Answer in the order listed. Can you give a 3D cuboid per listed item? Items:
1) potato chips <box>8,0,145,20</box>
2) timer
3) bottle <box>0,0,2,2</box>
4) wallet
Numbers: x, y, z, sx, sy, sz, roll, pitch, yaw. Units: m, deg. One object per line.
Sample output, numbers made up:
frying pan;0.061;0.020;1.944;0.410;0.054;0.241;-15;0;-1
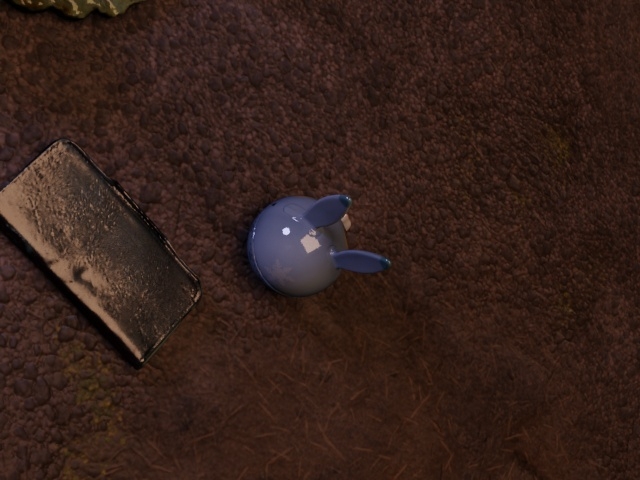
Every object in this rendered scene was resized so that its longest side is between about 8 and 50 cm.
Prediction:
potato chips;-0.402;-0.499;1.404;0.429;0.070;0.358;52;58;-17
timer;0.002;-0.008;1.512;0.175;0.255;0.175;30;47;-39
bottle;-0.531;-0.409;1.184;0.346;0.168;0.169;23;72;-27
wallet;-0.312;0.016;1.413;0.318;0.045;0.172;49;64;-19
